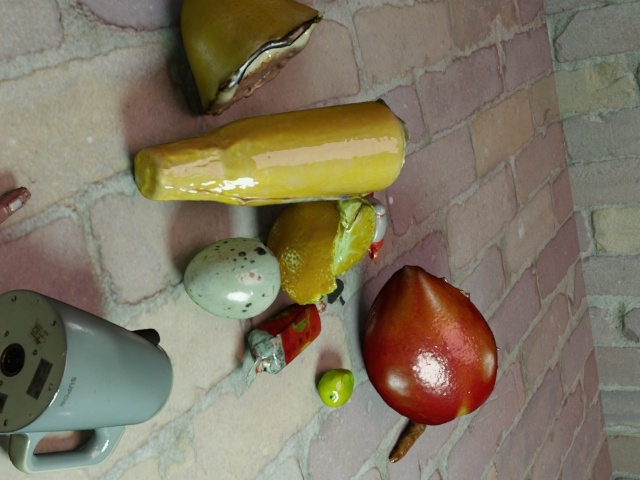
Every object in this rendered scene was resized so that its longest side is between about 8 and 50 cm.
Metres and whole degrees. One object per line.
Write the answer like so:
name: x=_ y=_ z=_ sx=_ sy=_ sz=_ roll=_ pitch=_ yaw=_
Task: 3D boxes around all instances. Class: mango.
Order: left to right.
mango: x=0.033 y=0.277 z=1.672 sx=0.108 sy=0.056 sz=0.073 roll=-21 pitch=111 yaw=-60

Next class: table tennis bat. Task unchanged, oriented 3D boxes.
table tennis bat: x=0.032 y=0.105 z=1.718 sx=0.050 sy=0.007 sz=0.083 roll=-52 pitch=146 yaw=-12

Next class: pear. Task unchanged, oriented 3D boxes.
pear: x=-0.135 y=-0.323 z=1.363 sx=0.178 sy=0.267 sz=0.267 roll=46 pitch=40 yaw=-3

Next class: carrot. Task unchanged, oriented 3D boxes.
carrot: x=0.193 y=0.439 z=1.941 sx=0.165 sy=0.036 sz=0.035 roll=-39 pitch=119 yaw=-51

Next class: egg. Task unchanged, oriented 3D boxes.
egg: x=-0.135 y=0.056 z=1.349 sx=0.164 sy=0.131 sz=0.131 roll=5 pitch=82 yaw=-55

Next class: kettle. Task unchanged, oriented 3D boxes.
kettle: x=-0.301 y=0.186 z=1.068 sx=0.243 sy=0.160 sz=0.210 roll=32 pitch=79 yaw=-60

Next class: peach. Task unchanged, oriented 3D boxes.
peach: x=0.211 y=0.230 z=1.771 sx=0.201 sy=0.258 sz=0.361 roll=-65 pitch=142 yaw=-47

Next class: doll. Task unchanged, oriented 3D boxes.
doll: x=0.079 y=-0.069 z=1.685 sx=0.076 sy=0.142 sz=0.244 roll=7 pitch=56 yaw=-21

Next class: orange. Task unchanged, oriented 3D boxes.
orange: x=-0.006 y=-0.001 z=1.523 sx=0.237 sy=0.159 sz=0.179 roll=-51 pitch=167 yaw=-51

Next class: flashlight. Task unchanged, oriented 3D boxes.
flashlight: x=-0.383 y=-0.030 z=1.044 sx=0.110 sy=0.031 sz=0.052 roll=-52 pitch=130 yaw=-47

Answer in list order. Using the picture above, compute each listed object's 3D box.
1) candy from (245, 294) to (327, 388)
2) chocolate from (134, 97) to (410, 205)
candy: x=-0.058 y=0.162 z=1.532 sx=0.292 sy=0.059 sz=0.086 roll=-38 pitch=122 yaw=-53
chocolate: x=-0.077 y=-0.124 z=1.374 sx=0.446 sy=0.162 sz=0.162 roll=-11 pitch=97 yaw=-34
